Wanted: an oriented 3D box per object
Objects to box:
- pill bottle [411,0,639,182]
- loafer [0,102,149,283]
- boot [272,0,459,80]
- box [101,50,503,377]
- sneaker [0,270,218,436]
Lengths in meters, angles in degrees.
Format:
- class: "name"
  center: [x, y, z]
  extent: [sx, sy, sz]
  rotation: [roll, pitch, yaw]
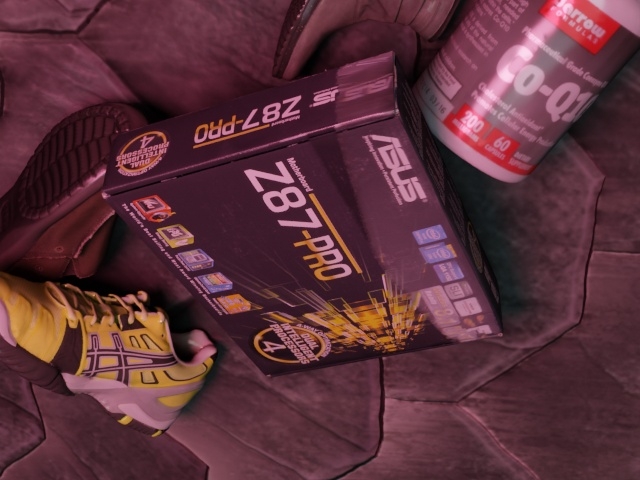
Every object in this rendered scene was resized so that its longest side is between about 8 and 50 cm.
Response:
- class: "pill bottle"
  center: [0.236, -0.213, 0.947]
  extent: [0.161, 0.161, 0.283]
  rotation: [31, 116, -13]
- class: "loafer"
  center: [-0.306, -0.031, 1.117]
  extent: [0.366, 0.133, 0.130]
  rotation: [-35, 138, 30]
- class: "boot"
  center: [0.061, -0.249, 0.988]
  extent: [0.161, 0.083, 0.246]
  rotation: [24, 119, -16]
- class: "box"
  center: [0.000, 0.000, 1.025]
  extent: [0.318, 0.097, 0.395]
  rotation: [-14, 138, 17]
- class: "sneaker"
  center: [-0.278, 0.109, 1.129]
  extent: [0.147, 0.145, 0.385]
  rotation: [-47, 142, 1]
